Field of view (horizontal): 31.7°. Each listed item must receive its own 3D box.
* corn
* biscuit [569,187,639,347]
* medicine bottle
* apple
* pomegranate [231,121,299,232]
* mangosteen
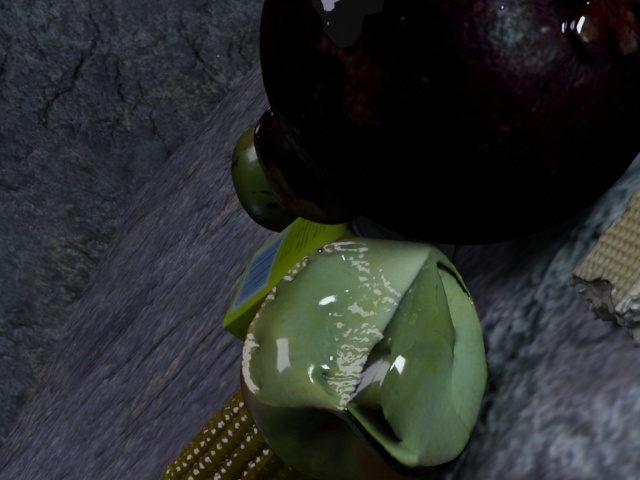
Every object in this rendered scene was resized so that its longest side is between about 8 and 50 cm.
[{"bbox_3d":[-0.028,0.178,1.134,0.344,0.131,0.131,-49,17,11],"label":"corn"},{"bbox_3d":[0.282,-0.028,0.821,0.239,0.062,0.108,-53,16,2],"label":"biscuit"},{"bbox_3d":[0.021,0.036,1.270,0.250,0.137,0.141,-38,21,41],"label":"medicine bottle"},{"bbox_3d":[0.040,0.108,0.971,0.174,0.207,0.188,102,-169,-51],"label":"apple"},{"bbox_3d":[-0.035,-0.114,1.703,0.210,0.179,0.179,-36,16,-4],"label":"pomegranate"},{"bbox_3d":[0.108,-0.175,1.040,0.435,0.382,0.382,-11,44,57],"label":"mangosteen"}]
